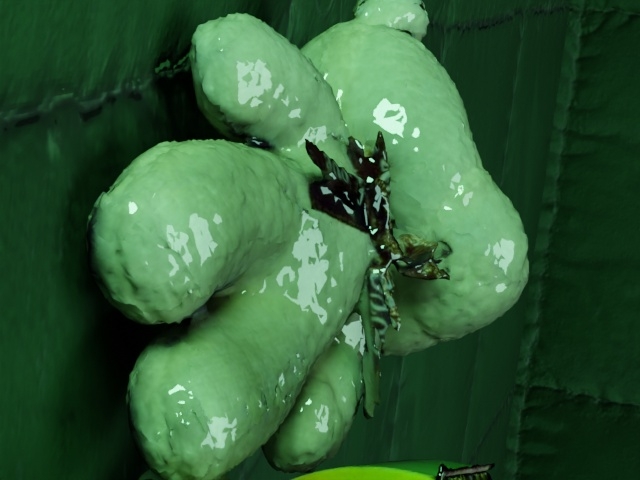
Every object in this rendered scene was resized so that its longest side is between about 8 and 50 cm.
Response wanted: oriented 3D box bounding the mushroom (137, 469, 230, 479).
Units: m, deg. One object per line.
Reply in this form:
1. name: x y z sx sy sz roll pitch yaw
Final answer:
1. mushroom: -0.083 0.238 0.655 0.100 0.081 0.312 83 16 -57

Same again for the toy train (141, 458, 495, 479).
1. toy train: -0.010 0.158 0.618 0.296 0.100 0.161 7 72 -66

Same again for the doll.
1. doll: 0.001 0.004 0.731 0.278 0.149 0.175 -39 154 -59
